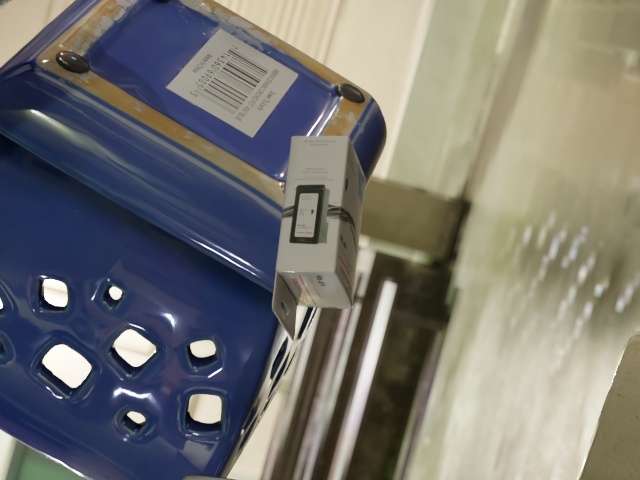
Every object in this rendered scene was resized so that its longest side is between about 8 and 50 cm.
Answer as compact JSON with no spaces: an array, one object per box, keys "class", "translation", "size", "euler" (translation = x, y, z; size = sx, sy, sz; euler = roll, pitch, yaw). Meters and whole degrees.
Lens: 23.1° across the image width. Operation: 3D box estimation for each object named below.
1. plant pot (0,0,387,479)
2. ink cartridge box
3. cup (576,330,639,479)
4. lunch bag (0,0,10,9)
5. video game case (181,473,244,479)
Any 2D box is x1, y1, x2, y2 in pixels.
[{"class":"plant pot","translation":[-0.099,-0.016,0.923],"size":[0.212,0.236,0.236],"euler":[-60,0,33]},{"class":"ink cartridge box","translation":[0.000,0.000,0.706],"size":[0.048,0.028,0.083],"euler":[62,-148,-65]},{"class":"cup","translation":[0.303,0.183,1.102],"size":[0.331,0.237,0.331],"euler":[19,-90,-79]},{"class":"lunch bag","translation":[-0.219,-0.204,0.623],"size":[0.328,0.239,0.385],"euler":[-35,-9,19]},{"class":"video game case","translation":[0.023,0.223,0.766],"size":[0.023,0.212,0.193],"euler":[44,-128,-77]}]
